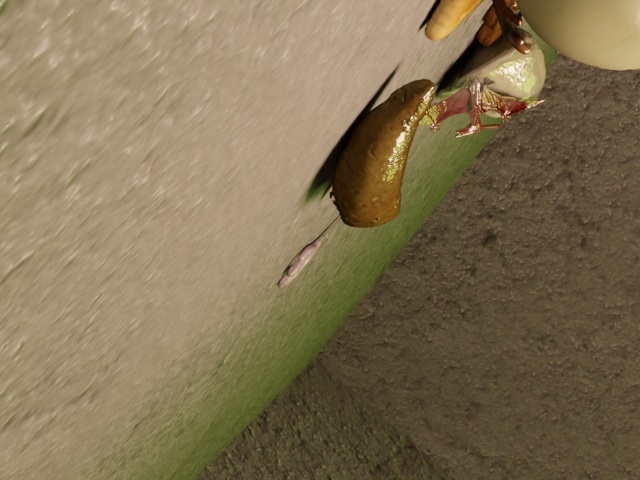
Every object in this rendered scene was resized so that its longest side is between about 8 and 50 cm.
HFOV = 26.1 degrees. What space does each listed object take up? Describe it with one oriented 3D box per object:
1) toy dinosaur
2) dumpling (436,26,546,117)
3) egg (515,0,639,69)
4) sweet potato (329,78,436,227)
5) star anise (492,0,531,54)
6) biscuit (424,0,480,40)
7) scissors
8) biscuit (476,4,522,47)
[{"bbox_3d":[0.223,-0.190,1.974,0.220,0.032,0.108,-8,137,-11],"label":"toy dinosaur"},{"bbox_3d":[0.254,-0.240,2.050,0.166,0.126,0.216,-23,-166,4],"label":"dumpling"},{"bbox_3d":[0.305,-0.282,1.395,0.269,0.219,0.219,-16,151,-45],"label":"egg"},{"bbox_3d":[0.062,-0.079,1.670,0.310,0.098,0.124,114,-4,-65],"label":"sweet potato"},{"bbox_3d":[0.343,-0.331,1.799,0.346,0.148,0.237,-41,-176,-32],"label":"star anise"},{"bbox_3d":[0.210,-0.325,1.519,0.250,0.030,0.160,-45,173,-38],"label":"biscuit"},{"bbox_3d":[0.000,0.000,2.107,0.189,0.015,0.100,-49,176,-30],"label":"scissors"},{"bbox_3d":[0.307,-0.373,1.943,0.236,0.039,0.180,-51,173,-8],"label":"biscuit"}]
